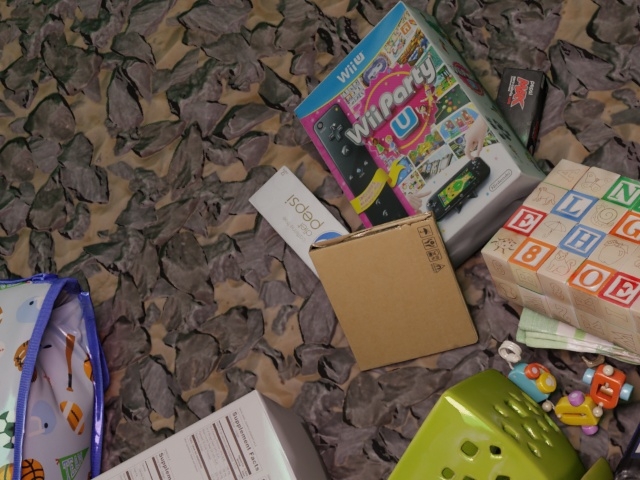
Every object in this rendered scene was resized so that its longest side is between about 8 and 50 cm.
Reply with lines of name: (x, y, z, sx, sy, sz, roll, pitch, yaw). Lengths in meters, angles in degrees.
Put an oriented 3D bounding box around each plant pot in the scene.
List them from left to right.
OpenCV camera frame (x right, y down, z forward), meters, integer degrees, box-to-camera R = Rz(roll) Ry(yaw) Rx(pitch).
plant pot: (0.197, 0.300, 1.310, 0.207, 0.227, 0.228, 33, 103, 19)

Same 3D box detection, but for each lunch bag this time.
lunch bag: (-0.471, 0.243, 1.566, 0.327, 0.239, 0.385, -5, 77, 19)

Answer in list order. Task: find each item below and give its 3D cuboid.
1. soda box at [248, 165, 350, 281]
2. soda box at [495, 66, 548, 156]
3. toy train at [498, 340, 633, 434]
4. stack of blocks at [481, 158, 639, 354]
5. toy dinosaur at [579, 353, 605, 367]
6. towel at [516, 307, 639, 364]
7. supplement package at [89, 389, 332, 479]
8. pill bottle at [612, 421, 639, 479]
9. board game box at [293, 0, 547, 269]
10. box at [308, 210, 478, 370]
soda box: (0.000, 0.000, 1.581, 0.074, 0.069, 0.216, -43, 64, 1)
soda box: (0.259, -0.145, 1.553, 0.060, 0.053, 0.169, 9, 74, 21)
toy train: (0.300, 0.168, 1.406, 0.166, 0.125, 0.046, 20, 46, 28)
stack of blocks: (0.357, 0.026, 1.330, 0.171, 0.087, 0.297, -45, 43, -20)
toy dinosaur: (0.356, 0.112, 1.432, 0.092, 0.053, 0.183, -38, 64, 1)
towel: (0.425, 0.056, 1.409, 0.324, 0.038, 0.248, 11, 58, 23)
supplement package: (-0.123, 0.347, 1.429, 0.262, 0.199, 0.198, -29, 65, 6)
pill bottle: (0.392, 0.242, 1.250, 0.123, 0.123, 0.219, 23, 63, 24)
board game box: (0.127, -0.125, 1.526, 0.224, 0.097, 0.303, -44, 60, 25)
box: (0.094, 0.068, 1.469, 0.164, 0.201, 0.021, -15, 31, 14)
